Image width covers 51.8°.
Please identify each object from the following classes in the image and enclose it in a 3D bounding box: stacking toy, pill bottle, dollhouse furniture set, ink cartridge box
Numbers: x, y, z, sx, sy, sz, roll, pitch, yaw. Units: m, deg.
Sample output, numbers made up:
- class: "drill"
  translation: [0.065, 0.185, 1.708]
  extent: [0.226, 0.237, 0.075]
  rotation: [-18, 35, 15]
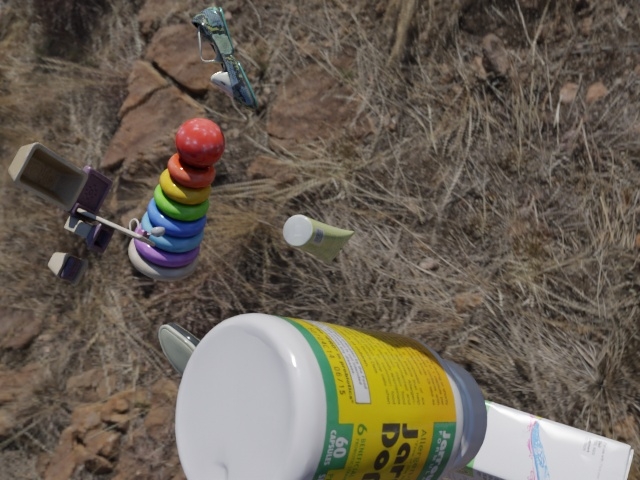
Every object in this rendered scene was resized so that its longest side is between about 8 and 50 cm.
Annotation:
- class: "stacking toy"
  translation: [-0.261, -0.081, 1.244]
  extent: [0.141, 0.141, 0.330]
  rotation: [45, 128, 25]
- class: "pill bottle"
  translation: [0.021, 0.116, 0.439]
  extent: [0.117, 0.208, 0.118]
  rotation: [-14, 69, 41]
- class: "dollhouse furniture set"
  translation: [-0.175, -0.011, 0.484]
  extent: [0.081, 0.114, 0.091]
  rotation: [22, 81, 19]
- class: "ink cartridge box"
  translation: [0.347, 0.371, 1.094]
  extent: [0.278, 0.201, 0.117]
  rotation: [14, 65, 23]

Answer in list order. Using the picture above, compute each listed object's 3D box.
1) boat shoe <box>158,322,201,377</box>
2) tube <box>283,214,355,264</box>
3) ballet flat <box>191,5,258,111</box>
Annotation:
- class: "boat shoe"
  translation: [-0.211, 0.235, 1.255]
  extent: [0.233, 0.079, 0.084]
  rotation: [35, 124, 13]
- class: "tube"
  translation: [0.000, 0.000, 1.326]
  extent: [0.070, 0.240, 0.062]
  rotation: [-10, 78, 22]
- class: "ballet flat"
  translation: [-0.169, -0.302, 1.131]
  extent: [0.070, 0.070, 0.188]
  rotation: [-20, 95, 18]
